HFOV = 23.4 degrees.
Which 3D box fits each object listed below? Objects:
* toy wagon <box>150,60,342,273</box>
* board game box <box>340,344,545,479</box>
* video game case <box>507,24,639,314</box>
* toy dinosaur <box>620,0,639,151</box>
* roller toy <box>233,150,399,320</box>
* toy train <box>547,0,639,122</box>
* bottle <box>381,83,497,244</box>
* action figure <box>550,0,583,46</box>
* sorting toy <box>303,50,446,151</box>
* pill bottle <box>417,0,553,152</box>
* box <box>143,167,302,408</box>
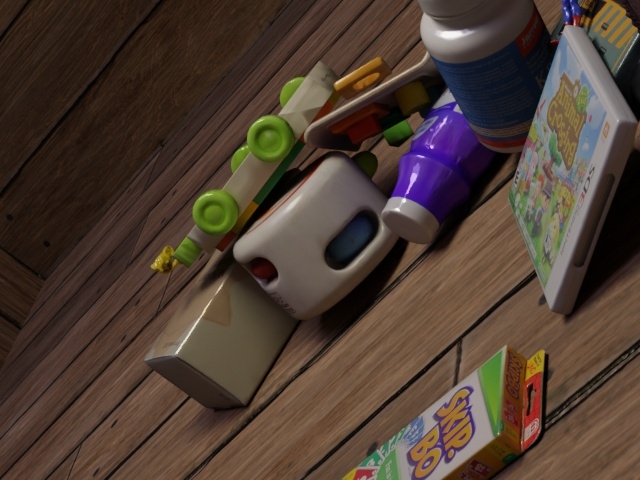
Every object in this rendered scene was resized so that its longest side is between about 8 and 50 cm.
[{"bbox_3d":[-0.095,-0.080,1.999,0.344,0.068,0.267,-52,4,18],"label":"toy wagon"},{"bbox_3d":[0.101,0.196,1.373,0.259,0.039,0.124,-41,19,30],"label":"board game box"},{"bbox_3d":[0.225,-0.069,1.410,0.212,0.023,0.193,-98,21,-60],"label":"video game case"},{"bbox_3d":[0.278,-0.068,1.083,0.200,0.296,0.127,-50,44,15],"label":"toy dinosaur"},{"bbox_3d":[0.000,0.000,1.912,0.209,0.146,0.191,-40,9,27],"label":"roller toy"},{"bbox_3d":[0.322,-0.205,1.455,0.190,0.142,0.334,-62,14,14],"label":"toy train"},{"bbox_3d":[0.165,-0.126,1.805,0.283,0.092,0.118,-58,9,-20],"label":"bottle"},{"bbox_3d":[0.244,-0.246,1.500,0.038,0.030,0.115,122,162,-70],"label":"action figure"},{"bbox_3d":[0.093,-0.160,1.891,0.196,0.047,0.348,-33,-11,20],"label":"sorting toy"},{"bbox_3d":[0.181,-0.208,1.645,0.124,0.221,0.124,-19,43,19],"label":"pill bottle"},{"bbox_3d":[-0.091,0.067,2.083,0.311,0.121,0.148,-58,16,-21],"label":"box"}]
